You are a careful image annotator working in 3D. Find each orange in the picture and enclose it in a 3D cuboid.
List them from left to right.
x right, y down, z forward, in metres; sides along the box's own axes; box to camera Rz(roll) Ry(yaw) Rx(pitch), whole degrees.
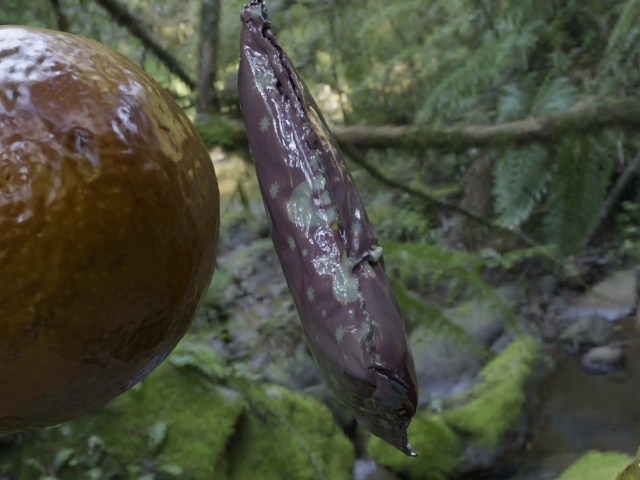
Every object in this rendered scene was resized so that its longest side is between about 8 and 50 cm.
[{"bbox_3d":[-0.187,-0.005,0.739,0.264,0.264,0.264,-12,17,4],"label":"orange"}]

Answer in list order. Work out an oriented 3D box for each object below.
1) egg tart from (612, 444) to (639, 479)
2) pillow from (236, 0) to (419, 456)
[{"bbox_3d":[0.319,0.173,0.935,0.120,0.315,0.315,40,44,21],"label":"egg tart"},{"bbox_3d":[0.000,0.000,0.508,0.043,0.185,0.118,-22,-18,-4],"label":"pillow"}]
